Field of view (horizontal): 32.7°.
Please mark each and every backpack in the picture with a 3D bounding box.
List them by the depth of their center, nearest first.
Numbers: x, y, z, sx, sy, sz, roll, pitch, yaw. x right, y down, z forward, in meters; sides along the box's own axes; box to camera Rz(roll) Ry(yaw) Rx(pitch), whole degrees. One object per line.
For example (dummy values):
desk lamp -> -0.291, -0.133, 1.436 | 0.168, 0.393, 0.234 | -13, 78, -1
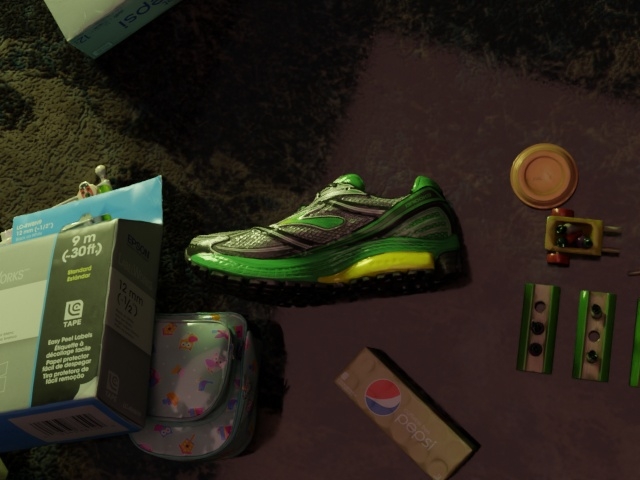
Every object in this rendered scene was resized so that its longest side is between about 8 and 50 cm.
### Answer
backpack -> -0.161, 0.183, 1.360 | 0.166, 0.144, 0.188 | 0, 82, 11

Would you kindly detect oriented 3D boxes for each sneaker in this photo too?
sneaker -> 0.000, 0.000, 1.369 | 0.344, 0.134, 0.146 | -6, 74, 4

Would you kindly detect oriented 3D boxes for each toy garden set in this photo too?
toy garden set -> 0.365, 0.070, 1.298 | 0.244, 0.049, 0.203 | 6, 84, 14

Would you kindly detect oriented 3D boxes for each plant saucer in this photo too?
plant saucer -> 0.278, -0.080, 1.358 | 0.084, 0.013, 0.083 | -2, 82, 14

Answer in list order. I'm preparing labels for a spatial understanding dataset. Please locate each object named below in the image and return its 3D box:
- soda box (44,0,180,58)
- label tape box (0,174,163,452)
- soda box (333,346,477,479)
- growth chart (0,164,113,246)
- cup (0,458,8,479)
soda box -> -0.232, -0.371, 1.481 | 0.286, 0.091, 0.098 | -33, 78, 8
label tape box -> -0.331, 0.072, 1.337 | 0.249, 0.115, 0.347 | -13, 59, 21
soda box -> 0.104, 0.214, 1.337 | 0.181, 0.058, 0.061 | 44, 93, 16
growth chart -> -0.358, 0.027, 1.493 | 0.237, 0.021, 0.172 | -30, 78, 9
cup -> -0.538, 0.318, 1.369 | 0.237, 0.331, 0.331 | 28, 90, -12
